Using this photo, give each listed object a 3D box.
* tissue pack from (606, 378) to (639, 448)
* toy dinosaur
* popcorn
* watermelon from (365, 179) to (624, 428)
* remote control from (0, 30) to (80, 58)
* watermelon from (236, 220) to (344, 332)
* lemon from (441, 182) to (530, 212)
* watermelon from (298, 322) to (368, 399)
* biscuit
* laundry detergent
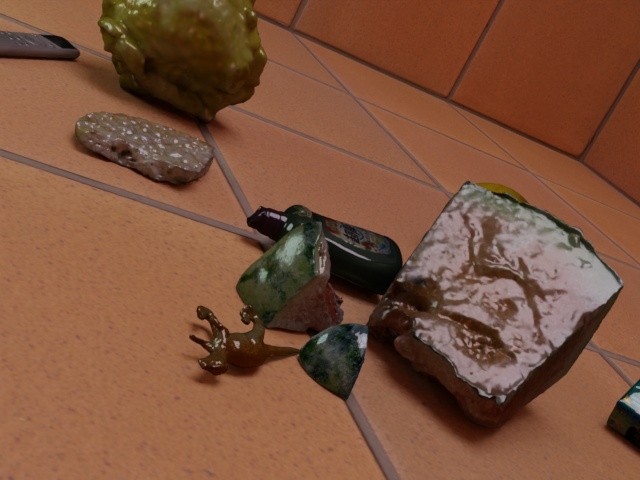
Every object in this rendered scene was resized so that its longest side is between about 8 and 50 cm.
[{"bbox_3d":[0.465,0.257,1.371,0.085,0.079,0.111,-32,56,-34],"label":"tissue pack"},{"bbox_3d":[-0.069,0.118,1.025,0.162,0.039,0.126,30,20,-28],"label":"toy dinosaur"},{"bbox_3d":[-0.240,-0.369,1.758,0.312,0.312,0.312,25,17,-9],"label":"popcorn"},{"bbox_3d":[0.196,0.092,1.260,0.264,0.151,0.302,34,55,23],"label":"watermelon"},{"bbox_3d":[-0.493,-0.329,1.648,0.067,0.029,0.261,32,18,13],"label":"remote control"},{"bbox_3d":[-0.031,0.074,1.189,0.158,0.121,0.098,74,-4,-47],"label":"watermelon"},{"bbox_3d":[0.302,-0.018,1.752,0.170,0.170,0.207,40,13,34],"label":"lemon"},{"bbox_3d":[0.026,0.130,1.093,0.085,0.085,0.061,38,-15,29],"label":"watermelon"},{"bbox_3d":[-0.246,-0.134,1.454,0.265,0.040,0.188,5,28,-49],"label":"biscuit"},{"bbox_3d":[0.000,0.000,1.390,0.221,0.078,0.144,21,17,-15],"label":"laundry detergent"}]
